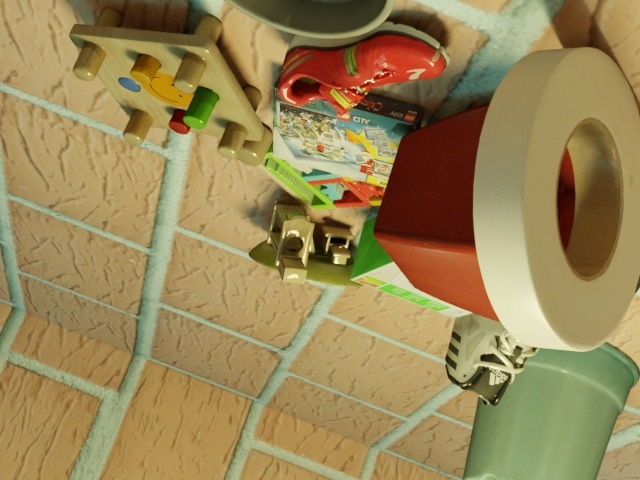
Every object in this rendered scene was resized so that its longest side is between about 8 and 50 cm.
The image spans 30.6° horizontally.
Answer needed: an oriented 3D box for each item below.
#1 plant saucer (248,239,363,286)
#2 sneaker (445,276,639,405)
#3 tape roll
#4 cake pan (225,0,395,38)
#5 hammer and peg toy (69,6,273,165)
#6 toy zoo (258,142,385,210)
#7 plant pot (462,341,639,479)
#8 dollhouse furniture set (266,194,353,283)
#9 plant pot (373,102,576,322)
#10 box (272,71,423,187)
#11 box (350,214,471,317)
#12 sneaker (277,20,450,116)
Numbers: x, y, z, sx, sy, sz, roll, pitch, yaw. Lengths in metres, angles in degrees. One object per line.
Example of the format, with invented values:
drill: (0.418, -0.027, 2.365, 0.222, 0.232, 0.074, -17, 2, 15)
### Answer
plant saucer: (-0.021, 0.038, 2.302, 0.241, 0.037, 0.241, 14, -171, -2)
sneaker: (0.387, 0.178, 2.113, 0.169, 0.257, 0.447, 30, 155, -21)
tape roll: (0.318, -0.052, 1.495, 0.072, 0.392, 0.392, 2, 151, 36)
cake pan: (-0.037, -0.370, 1.501, 0.293, 0.054, 0.293, 17, 157, 8)
hammer and peg toy: (-0.230, -0.221, 1.897, 0.266, 0.127, 0.361, 10, 155, 23)
toy zoo: (0.033, -0.120, 2.032, 0.293, 0.030, 0.192, -3, 148, 43)
plant pot: (0.459, 0.391, 2.435, 0.341, 0.334, 0.341, 17, 158, 7)
dollhouse furniture set: (0.000, 0.000, 2.166, 0.161, 0.101, 0.182, 6, -158, -15)
plant pot: (0.235, -0.038, 1.731, 0.236, 0.267, 0.267, 2, 151, 32)
box: (0.040, -0.170, 1.849, 0.233, 0.044, 0.159, 16, 142, 10)
box: (0.218, 0.028, 2.057, 0.231, 0.127, 0.262, 22, 160, -19)
sneaker: (0.058, -0.230, 1.651, 0.279, 0.118, 0.107, 0, 151, 39)
